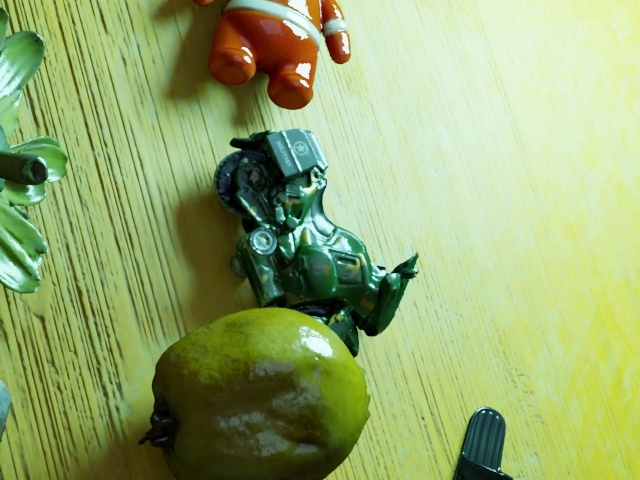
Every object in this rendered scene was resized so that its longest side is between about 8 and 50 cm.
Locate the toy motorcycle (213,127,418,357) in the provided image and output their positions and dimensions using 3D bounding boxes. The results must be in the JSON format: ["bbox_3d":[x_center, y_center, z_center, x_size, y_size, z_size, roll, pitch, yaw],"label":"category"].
[{"bbox_3d":[0.000,0.000,1.570,0.187,0.125,0.275,-20,80,-23],"label":"toy motorcycle"}]

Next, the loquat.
[{"bbox_3d":[-0.066,0.163,1.433,0.234,0.176,0.187,-15,76,-11],"label":"loquat"}]

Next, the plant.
[{"bbox_3d":[-0.371,-0.069,1.342,0.261,0.297,0.306,0,97,-6],"label":"plant"}]

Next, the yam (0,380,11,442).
[{"bbox_3d":[-0.331,0.197,1.338,0.079,0.079,0.141,18,61,-20],"label":"yam"}]

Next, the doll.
[{"bbox_3d":[-0.036,-0.315,1.685,0.199,0.105,0.336,22,62,-19],"label":"doll"}]

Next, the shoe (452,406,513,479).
[{"bbox_3d":[0.184,0.253,1.604,0.062,0.053,0.159,25,58,-21],"label":"shoe"}]
